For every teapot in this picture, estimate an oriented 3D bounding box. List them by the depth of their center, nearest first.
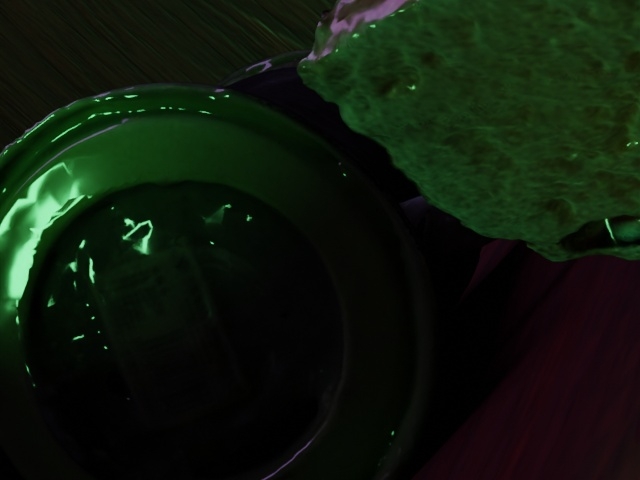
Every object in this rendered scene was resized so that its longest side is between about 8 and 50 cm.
[{"bbox_3d":[0.000,0.000,0.823,0.270,0.200,0.337,-22,6,13],"label":"teapot"}]

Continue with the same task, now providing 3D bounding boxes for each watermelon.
[{"bbox_3d":[0.114,-0.093,0.409,0.256,0.193,0.140,-45,31,-13],"label":"watermelon"}]
